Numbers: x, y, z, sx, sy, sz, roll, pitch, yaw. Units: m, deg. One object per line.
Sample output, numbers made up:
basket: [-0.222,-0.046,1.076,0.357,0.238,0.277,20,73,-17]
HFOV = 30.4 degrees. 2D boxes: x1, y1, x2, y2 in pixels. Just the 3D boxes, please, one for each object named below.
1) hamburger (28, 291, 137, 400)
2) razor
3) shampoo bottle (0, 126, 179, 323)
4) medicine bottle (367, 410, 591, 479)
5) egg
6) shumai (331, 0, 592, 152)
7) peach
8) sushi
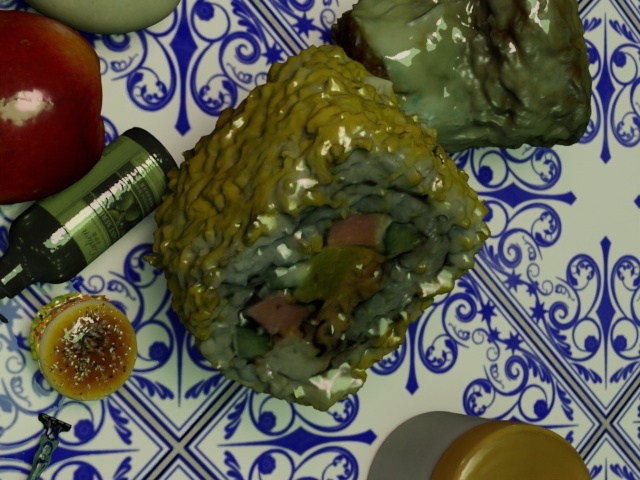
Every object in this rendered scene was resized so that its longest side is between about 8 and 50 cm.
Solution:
hamburger: [-0.291,0.129,1.451,0.127,0.081,0.141,-26,100,-24]
razor: [-0.356,0.290,1.443,0.044,0.028,0.154,30,75,-22]
shampoo bottle: [-0.302,-0.020,1.440,0.284,0.101,0.101,-42,106,-21]
medicine bottle: [0.215,0.359,1.608,0.238,0.232,0.237,1,87,-25]
egg: [-0.280,-0.347,1.414,0.253,0.186,0.186,24,78,-22]
shumai: [0.185,-0.259,1.604,0.323,0.397,0.324,-18,75,4]
peach: [-0.365,-0.158,1.362,0.243,0.199,0.243,4,74,-15]
sushi: [0.000,0.000,1.441,0.396,0.240,0.351,-46,130,12]
